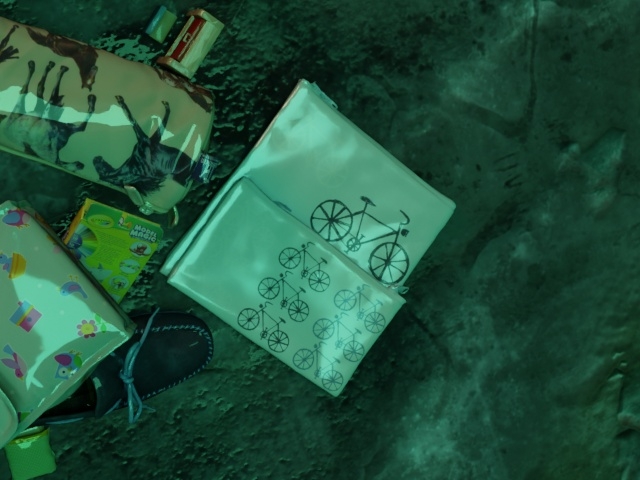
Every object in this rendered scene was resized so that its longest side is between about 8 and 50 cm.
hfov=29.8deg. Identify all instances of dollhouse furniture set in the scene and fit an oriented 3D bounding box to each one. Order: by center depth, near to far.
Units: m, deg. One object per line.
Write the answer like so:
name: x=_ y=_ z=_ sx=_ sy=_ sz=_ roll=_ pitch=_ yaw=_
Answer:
dollhouse furniture set: x=-0.170 y=-0.316 z=1.517 sx=0.129 sy=0.129 sz=0.183 roll=32 pitch=88 yaw=-21
dollhouse furniture set: x=-0.420 y=0.295 z=1.570 sx=0.152 sy=0.058 sz=0.076 roll=-16 pitch=105 yaw=-16

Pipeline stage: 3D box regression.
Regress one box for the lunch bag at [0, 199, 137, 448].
lunch bag: x=-0.385 y=0.112 z=1.420 sx=0.262 sy=0.160 sz=0.223 roll=-40 pitch=95 yaw=-5

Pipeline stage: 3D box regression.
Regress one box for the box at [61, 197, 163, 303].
box: x=-0.278 y=0.016 z=1.528 sx=0.105 sy=0.043 sz=0.179 roll=21 pitch=134 yaw=-22

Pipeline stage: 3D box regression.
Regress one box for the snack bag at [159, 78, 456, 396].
snack bag: x=0.000 y=0.000 z=1.682 sx=0.323 sy=0.037 sz=0.342 roll=38 pitch=85 yaw=-21

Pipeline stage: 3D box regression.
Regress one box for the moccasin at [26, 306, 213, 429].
moccasin: x=-0.295 y=0.191 z=1.565 sx=0.342 sy=0.117 sz=0.137 roll=-20 pitch=105 yaw=-15

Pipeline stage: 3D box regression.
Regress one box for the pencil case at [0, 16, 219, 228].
pencil case: x=-0.329 y=-0.159 z=1.469 sx=0.410 sy=0.160 sz=0.183 roll=17 pitch=68 yaw=-22
